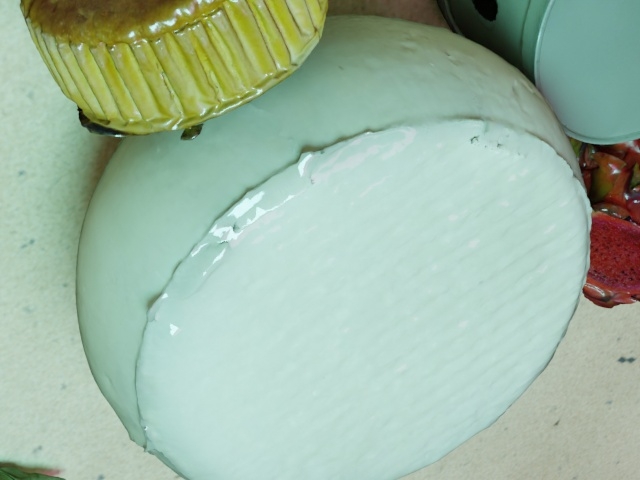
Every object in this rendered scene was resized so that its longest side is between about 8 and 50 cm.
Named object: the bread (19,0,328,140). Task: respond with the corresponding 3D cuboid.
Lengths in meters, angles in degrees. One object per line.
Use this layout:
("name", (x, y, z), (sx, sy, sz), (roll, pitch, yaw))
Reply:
("bread", (-0.093, -0.161, 0.968), (0.199, 0.199, 0.104), (-32, 133, -9))

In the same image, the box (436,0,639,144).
("box", (0.213, -0.205, 1.179), (0.226, 0.149, 0.226), (-19, 134, -22))

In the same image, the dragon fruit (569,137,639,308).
("dragon fruit", (0.268, -0.041, 1.378), (0.150, 0.133, 0.207), (-14, 111, -79))

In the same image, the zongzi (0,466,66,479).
("zongzi", (-0.290, 0.247, 1.278), (0.130, 0.062, 0.154), (5, 128, -52))

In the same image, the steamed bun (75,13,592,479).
("steamed bun", (0.000, 0.000, 1.129), (0.374, 0.241, 0.374), (-14, 131, -17))
